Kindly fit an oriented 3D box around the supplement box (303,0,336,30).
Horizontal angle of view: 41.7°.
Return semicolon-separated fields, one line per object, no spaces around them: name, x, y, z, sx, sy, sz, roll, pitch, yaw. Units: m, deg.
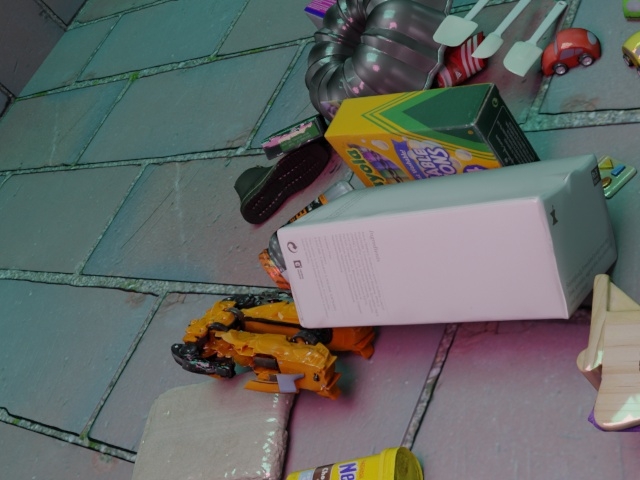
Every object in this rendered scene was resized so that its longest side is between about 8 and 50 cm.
supplement box;0.092;-0.511;1.768;0.220;0.111;0.114;-44;37;-3

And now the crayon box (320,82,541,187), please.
crayon box;0.154;-0.128;1.274;0.323;0.203;0.083;3;57;44

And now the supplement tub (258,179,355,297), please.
supplement tub;0.000;0.000;1.359;0.190;0.117;0.117;-39;38;5

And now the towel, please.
towel;-0.163;0.298;1.278;0.282;0.049;0.187;-16;46;29

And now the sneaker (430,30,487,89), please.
sneaker;0.230;-0.336;1.529;0.128;0.087;0.221;-24;37;-4

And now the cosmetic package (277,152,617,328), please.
cosmetic package;0.164;0.005;1.108;0.385;0.156;0.217;-4;17;38

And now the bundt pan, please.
bundt pan;0.083;-0.347;1.514;0.331;0.124;0.330;-38;43;45

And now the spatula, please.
spatula;0.309;-0.367;1.411;0.168;0.019;0.242;24;52;20

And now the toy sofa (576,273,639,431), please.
toy sofa;0.451;0.126;0.812;0.363;0.150;0.177;-9;54;36

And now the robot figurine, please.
robot figurine;-0.079;0.154;1.248;0.291;0.085;0.211;2;29;34

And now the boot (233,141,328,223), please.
boot;-0.087;-0.135;1.607;0.198;0.077;0.137;-38;32;4

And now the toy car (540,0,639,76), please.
toy car;0.480;-0.350;1.317;0.239;0.053;0.225;19;68;49

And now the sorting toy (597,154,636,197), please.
sorting toy;0.391;-0.083;1.175;0.083;0.012;0.062;-43;38;-1

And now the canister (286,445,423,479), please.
canister;0.036;0.334;1.046;0.170;0.073;0.126;-21;43;29

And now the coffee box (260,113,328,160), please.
coffee box;-0.045;-0.196;1.565;0.113;0.040;0.184;-24;9;7
